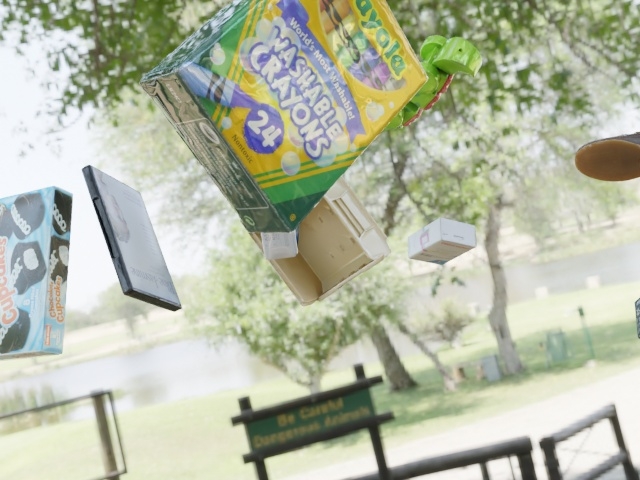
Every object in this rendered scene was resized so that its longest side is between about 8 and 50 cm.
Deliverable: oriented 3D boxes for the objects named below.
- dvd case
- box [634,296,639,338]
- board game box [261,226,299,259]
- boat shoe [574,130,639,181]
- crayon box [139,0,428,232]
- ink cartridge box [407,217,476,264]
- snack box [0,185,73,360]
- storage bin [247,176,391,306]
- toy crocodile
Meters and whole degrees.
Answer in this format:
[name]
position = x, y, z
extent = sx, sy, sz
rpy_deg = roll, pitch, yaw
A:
[dvd case]
position = -0.332, -0.001, 1.529
extent = 0.022, 0.253, 0.180
rpy_deg = -27, -21, 10
[box]
position = 0.447, 0.117, 1.137
extent = 0.018, 0.067, 0.083
rpy_deg = -52, 6, 33
[board game box]
position = -0.070, -0.115, 1.383
extent = 0.053, 0.193, 0.305
rpy_deg = -7, 20, 2
[boat shoe]
position = 0.524, -0.141, 1.414
extent = 0.207, 0.073, 0.073
rpy_deg = 0, 23, 18
[crayon box]
position = -0.011, -0.189, 0.933
extent = 0.083, 0.203, 0.323
rpy_deg = 0, 42, 50
[ink cartridge box]
position = 0.248, 0.003, 1.767
extent = 0.088, 0.052, 0.122
rpy_deg = 11, -23, -25
[snack box]
position = -0.577, 0.067, 1.675
extent = 0.187, 0.322, 0.060
rpy_deg = -10, -18, 27
[storage bin]
position = 0.000, 0.000, 2.186
extent = 0.262, 0.260, 0.123
rpy_deg = -36, 0, 35
[toy crocodile]
position = 0.205, -0.312, 1.785
extent = 0.340, 0.105, 0.115
rpy_deg = -41, 18, 54
